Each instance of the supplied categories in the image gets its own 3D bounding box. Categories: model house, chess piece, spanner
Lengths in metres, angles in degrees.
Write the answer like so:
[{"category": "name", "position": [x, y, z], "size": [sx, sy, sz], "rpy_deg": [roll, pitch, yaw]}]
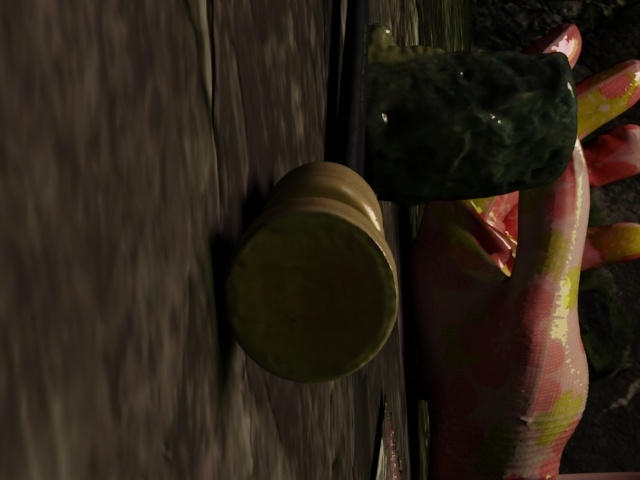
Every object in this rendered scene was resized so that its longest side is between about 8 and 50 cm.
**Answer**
[{"category": "model house", "position": [0.059, -0.051, 0.649], "size": [0.079, 0.083, 0.066], "rpy_deg": [72, 15, -62]}, {"category": "chess piece", "position": [0.000, 0.000, 0.358], "size": [0.092, 0.035, 0.035], "rpy_deg": [-80, 166, -76]}, {"category": "spanner", "position": [0.012, -0.070, 0.561], "size": [0.046, 0.012, 0.208], "rpy_deg": [81, 10, -51]}]

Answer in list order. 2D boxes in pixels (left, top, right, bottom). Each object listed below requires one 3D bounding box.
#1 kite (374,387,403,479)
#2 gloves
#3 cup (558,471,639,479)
[{"category": "kite", "position": [0.045, 0.244, 0.691], "size": [0.204, 0.022, 0.360], "rpy_deg": [-83, 167, -52]}, {"category": "gloves", "position": [0.102, 0.008, 0.857], "size": [0.145, 0.126, 0.241], "rpy_deg": [7, 82, -58]}, {"category": "cup", "position": [0.203, 0.311, 1.212], "size": [0.288, 0.208, 0.273], "rpy_deg": [31, 56, -81]}]
